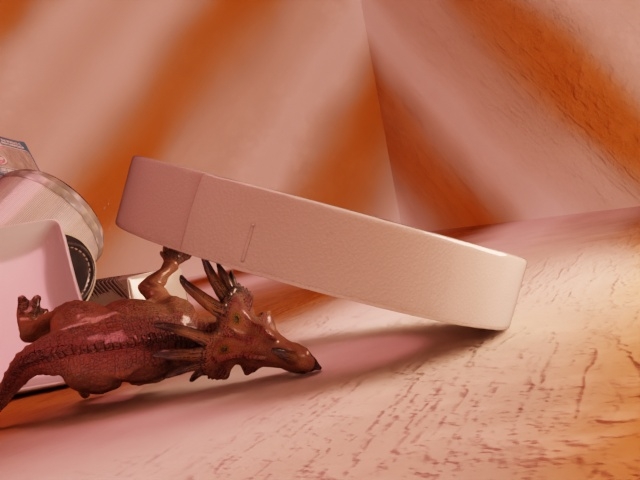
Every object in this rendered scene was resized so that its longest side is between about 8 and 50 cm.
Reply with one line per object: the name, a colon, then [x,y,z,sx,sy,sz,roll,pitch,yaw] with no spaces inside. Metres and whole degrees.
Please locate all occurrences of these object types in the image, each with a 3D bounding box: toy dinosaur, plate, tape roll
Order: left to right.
plate: [-0.415,0.095,1.124,0.277,0.045,0.278,-11,44,-20]
toy dinosaur: [-0.169,0.089,0.860,0.296,0.127,0.200,-17,10,-19]
tape roll: [0.000,0.000,0.928,0.392,0.071,0.392,16,1,0]

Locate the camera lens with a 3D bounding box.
camera lens: [-0.521,0.030,1.658,0.219,0.219,0.274,-9,37,42]

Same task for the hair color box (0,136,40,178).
hair color box: [-0.707,-0.062,1.809,0.347,0.105,0.174,-33,-10,11]

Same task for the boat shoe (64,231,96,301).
boat shoe: [-0.460,0.099,1.356,0.156,0.186,0.500,-8,9,26]

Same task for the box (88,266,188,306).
box: [-0.348,0.109,1.707,0.113,0.094,0.275,-12,2,-40]
